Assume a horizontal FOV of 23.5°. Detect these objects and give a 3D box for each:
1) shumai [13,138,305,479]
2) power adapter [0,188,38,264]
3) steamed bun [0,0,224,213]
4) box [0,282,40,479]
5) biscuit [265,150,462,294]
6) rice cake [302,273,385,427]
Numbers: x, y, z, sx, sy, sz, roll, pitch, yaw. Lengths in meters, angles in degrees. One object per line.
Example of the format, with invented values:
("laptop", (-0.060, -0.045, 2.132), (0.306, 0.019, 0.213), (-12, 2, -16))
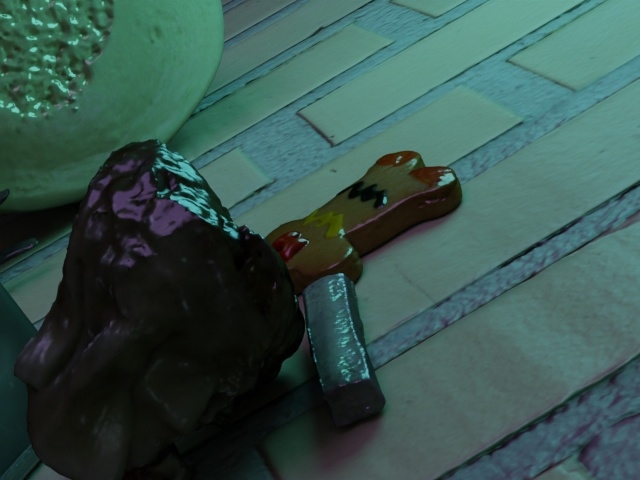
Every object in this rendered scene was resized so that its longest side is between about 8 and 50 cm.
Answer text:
("shumai", (-0.126, 0.064, 1.076), (0.218, 0.189, 0.256), (-50, -14, -8))
("power adapter", (-0.402, 0.020, 1.635), (0.205, 0.130, 0.125), (-28, 21, 5))
("steamed bun", (-0.351, -0.189, 1.839), (0.455, 0.290, 0.371), (-24, 12, -18))
("box", (-0.316, 0.143, 1.238), (0.163, 0.135, 0.243), (-13, 27, 39))
("biscuit", (0.000, -0.001, 1.305), (0.250, 0.036, 0.165), (-33, 20, -11))
("rice cake", (0.014, 0.073, 1.117), (0.047, 0.036, 0.207), (-16, 21, 0))
